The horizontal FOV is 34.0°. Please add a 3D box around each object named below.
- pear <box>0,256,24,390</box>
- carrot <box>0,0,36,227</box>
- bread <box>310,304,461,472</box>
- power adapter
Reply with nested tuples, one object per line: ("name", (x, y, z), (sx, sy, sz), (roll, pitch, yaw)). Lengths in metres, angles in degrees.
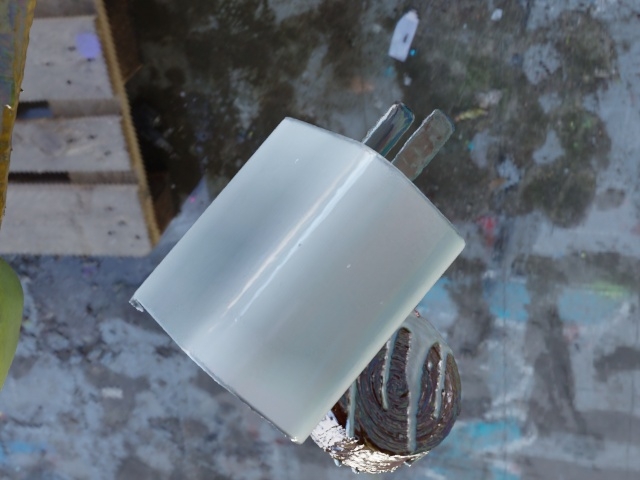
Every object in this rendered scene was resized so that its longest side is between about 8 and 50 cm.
("pear", (-0.545, 0.120, 1.257), (0.287, 0.375, 0.287), (21, 120, 41))
("carrot", (-0.176, -0.126, 0.551), (0.066, 0.066, 0.314), (14, 94, 8))
("bread", (0.053, 0.133, 0.978), (0.160, 0.160, 0.073), (34, 147, -7))
("power adapter", (0.000, 0.000, 0.780), (0.255, 0.187, 0.124), (-49, 119, -6))
